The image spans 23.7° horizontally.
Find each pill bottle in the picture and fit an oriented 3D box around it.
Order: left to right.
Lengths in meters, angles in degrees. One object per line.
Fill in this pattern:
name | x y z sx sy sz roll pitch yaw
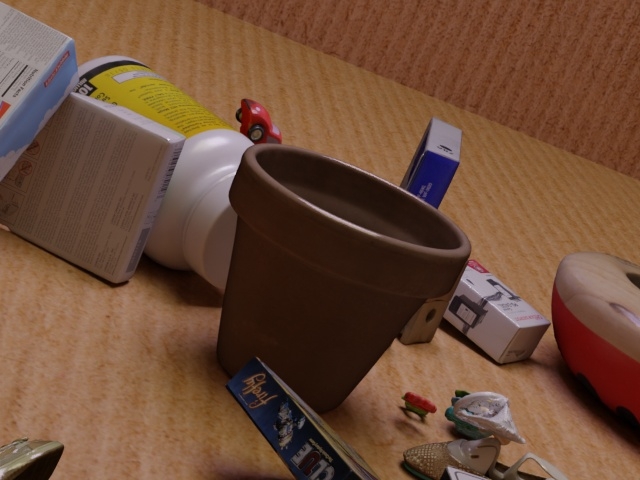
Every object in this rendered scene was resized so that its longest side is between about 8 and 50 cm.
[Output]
pill bottle | -0.185 -0.081 1.872 0.188 0.188 0.334 5 24 -48

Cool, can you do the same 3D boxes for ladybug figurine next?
ladybug figurine | 0.467 0.168 2.034 0.305 0.162 0.449 15 19 -42

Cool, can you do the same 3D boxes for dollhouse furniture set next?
dollhouse furniture set | 0.072 0.047 1.933 0.129 0.129 0.184 34 19 30

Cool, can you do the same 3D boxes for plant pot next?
plant pot | -0.002 0.051 1.638 0.263 0.229 0.263 22 17 -7

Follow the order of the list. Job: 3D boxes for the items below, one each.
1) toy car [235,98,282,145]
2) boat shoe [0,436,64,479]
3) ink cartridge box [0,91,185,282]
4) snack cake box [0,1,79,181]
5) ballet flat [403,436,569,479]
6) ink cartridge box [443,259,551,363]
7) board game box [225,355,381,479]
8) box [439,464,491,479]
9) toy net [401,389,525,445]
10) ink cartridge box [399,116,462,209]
toy car | -0.088 -0.059 2.008 0.053 0.239 0.225 -7 -1 -18
boat shoe | -0.255 0.182 1.184 0.048 0.056 0.153 33 25 15
ink cartridge box | -0.286 -0.079 1.739 0.225 0.181 0.056 26 14 14
snack cake box | -0.393 -0.132 1.629 0.152 0.264 0.089 28 -25 10
ballet flat | 0.189 0.242 1.589 0.206 0.067 0.073 22 18 -4
ink cartridge box | 0.226 0.095 2.081 0.150 0.063 0.109 40 20 24
board game box | 0.018 0.208 1.335 0.165 0.042 0.243 46 -2 -27
box | 0.191 0.320 1.311 0.169 0.087 0.290 20 17 -15
toy net | 0.160 0.179 1.648 0.122 0.045 0.232 27 -10 -2
ink cartridge box | 0.163 -0.086 2.422 0.065 0.165 0.332 25 17 1
